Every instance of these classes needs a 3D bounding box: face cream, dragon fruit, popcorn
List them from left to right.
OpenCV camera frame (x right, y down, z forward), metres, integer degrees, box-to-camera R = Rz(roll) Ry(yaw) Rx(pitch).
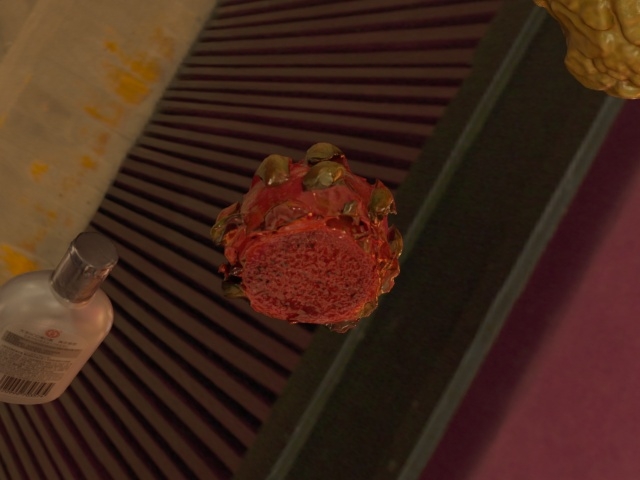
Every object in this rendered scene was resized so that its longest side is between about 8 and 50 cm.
[{"bbox_3d":[-0.323,0.095,1.117,0.144,0.071,0.291,17,134,-27],"label":"face cream"},{"bbox_3d":[0.000,0.000,0.756,0.133,0.208,0.149,-13,87,20],"label":"dragon fruit"},{"bbox_3d":[0.339,-0.271,1.005,0.226,0.200,0.203,42,73,3],"label":"popcorn"}]
